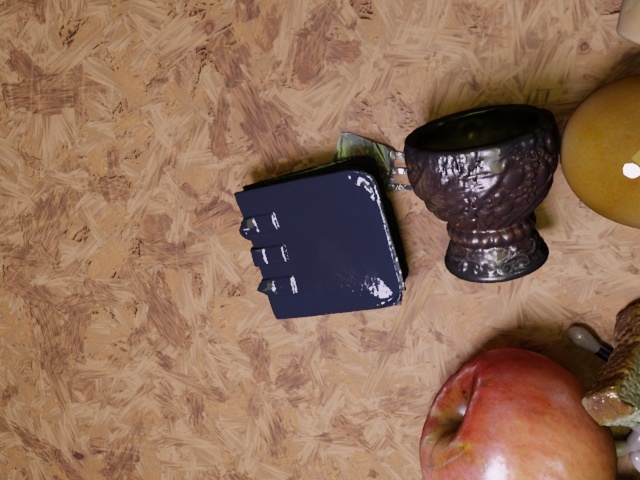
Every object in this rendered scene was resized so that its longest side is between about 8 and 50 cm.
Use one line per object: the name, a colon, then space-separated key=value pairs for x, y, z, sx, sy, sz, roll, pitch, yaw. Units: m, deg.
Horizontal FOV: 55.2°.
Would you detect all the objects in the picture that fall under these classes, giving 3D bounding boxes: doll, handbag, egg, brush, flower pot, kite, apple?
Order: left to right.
handbag: x=0.000 y=0.000 z=1.284 sx=0.329 sy=0.122 sz=0.303 roll=-11 pitch=107 yaw=21
kite: x=0.140 y=-0.143 z=1.259 sx=0.245 sy=0.015 sz=0.141 roll=8 pitch=110 yaw=16
flower pot: x=0.301 y=-0.081 z=1.108 sx=0.267 sy=0.266 sz=0.267 roll=-8 pitch=115 yaw=19
apple: x=0.378 y=0.400 z=1.169 sx=0.364 sy=0.364 sz=0.363 roll=5 pitch=107 yaw=16
brush: x=0.620 y=0.263 z=1.225 sx=0.299 sy=0.039 sz=0.042 roll=35 pitch=116 yaw=1
doll: x=0.634 y=0.381 z=1.238 sx=0.160 sy=0.059 sz=0.161 roll=26 pitch=112 yaw=7
egg: x=0.560 y=-0.138 z=1.005 sx=0.322 sy=0.250 sz=0.250 roll=19 pitch=111 yaw=3

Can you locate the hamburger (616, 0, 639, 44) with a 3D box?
hamburger: x=0.599 y=-0.348 z=0.915 sx=0.302 sy=0.302 sz=0.170 roll=23 pitch=119 yaw=9

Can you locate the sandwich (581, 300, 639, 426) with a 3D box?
sandwich: x=0.614 y=0.274 z=1.096 sx=0.254 sy=0.288 sz=0.099 roll=50 pitch=139 yaw=1
